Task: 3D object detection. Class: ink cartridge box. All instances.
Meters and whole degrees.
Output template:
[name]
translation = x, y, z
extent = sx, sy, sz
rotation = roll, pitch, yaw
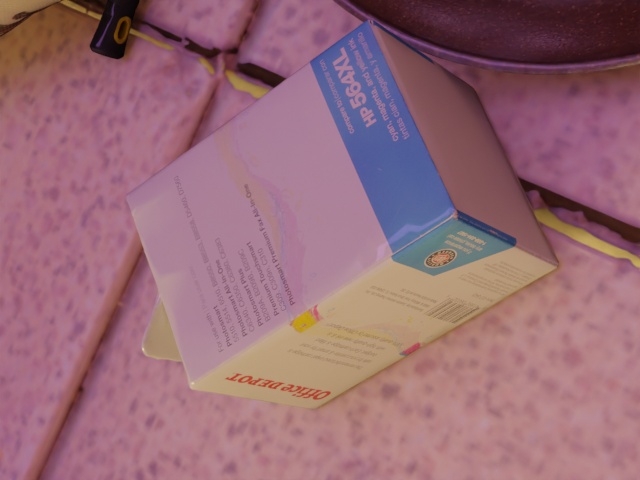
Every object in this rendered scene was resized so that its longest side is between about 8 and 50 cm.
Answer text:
[ink cartridge box]
translation = 0.000, 0.000, 0.567
extent = 0.143, 0.092, 0.090
rotation = -32, 63, 22

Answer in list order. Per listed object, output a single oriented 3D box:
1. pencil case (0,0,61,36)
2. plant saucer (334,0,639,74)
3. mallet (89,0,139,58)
[pencil case]
translation = -0.296, -0.146, 0.751
extent = 0.410, 0.160, 0.183
rotation = -18, 61, 28
[plant saucer]
translation = 0.092, -0.219, 0.540
extent = 0.310, 0.050, 0.310
rotation = 5, 100, 27
[mallet]
translation = -0.065, -0.177, 0.691
extent = 0.039, 0.062, 0.189
rotation = 28, 109, 35
